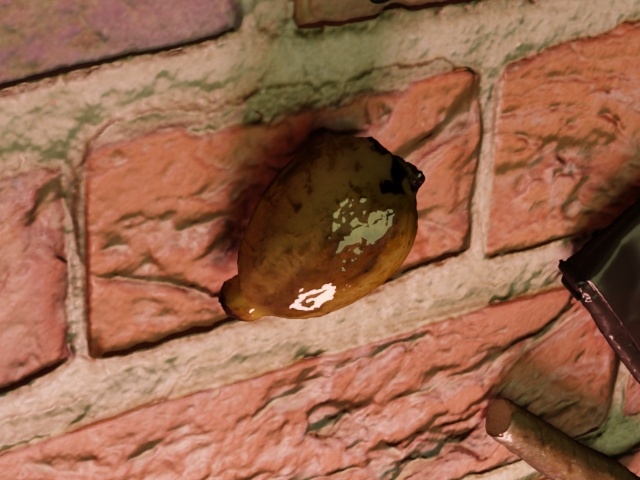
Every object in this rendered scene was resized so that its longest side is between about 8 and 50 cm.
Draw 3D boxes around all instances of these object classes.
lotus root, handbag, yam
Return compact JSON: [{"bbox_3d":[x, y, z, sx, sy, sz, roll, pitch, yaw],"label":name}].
[{"bbox_3d":[0.000,0.000,1.497,0.214,0.138,0.138,-46,133,15],"label":"lotus root"},{"bbox_3d":[0.381,0.019,1.783,0.247,0.080,0.223,-42,124,-2],"label":"handbag"},{"bbox_3d":[0.267,0.239,1.854,0.274,0.061,0.061,32,98,-40],"label":"yam"}]

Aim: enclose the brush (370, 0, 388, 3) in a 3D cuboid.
[{"bbox_3d":[0.076,-0.226,1.475,0.083,0.008,0.024,-28,128,-16],"label":"brush"}]
